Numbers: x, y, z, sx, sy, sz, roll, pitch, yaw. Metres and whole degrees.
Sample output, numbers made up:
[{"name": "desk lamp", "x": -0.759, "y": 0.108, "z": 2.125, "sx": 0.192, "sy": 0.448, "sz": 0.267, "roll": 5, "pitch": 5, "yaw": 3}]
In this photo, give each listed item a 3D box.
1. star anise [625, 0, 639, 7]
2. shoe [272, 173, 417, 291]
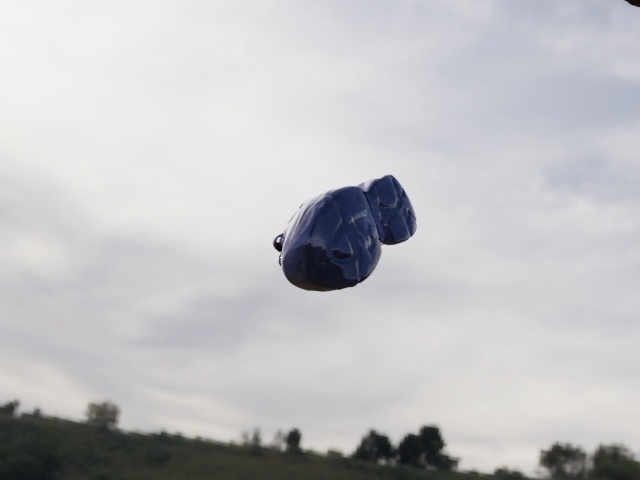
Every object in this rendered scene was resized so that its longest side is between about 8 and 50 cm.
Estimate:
[{"name": "star anise", "x": 0.288, "y": -0.229, "z": 0.805, "sx": 0.190, "sy": 0.220, "sz": 0.126, "roll": 1, "pitch": -58, "yaw": 57}, {"name": "shoe", "x": 0.000, "y": 0.000, "z": 1.174, "sx": 0.137, "sy": 0.095, "sz": 0.245, "roll": -21, "pitch": 6, "yaw": 29}]
